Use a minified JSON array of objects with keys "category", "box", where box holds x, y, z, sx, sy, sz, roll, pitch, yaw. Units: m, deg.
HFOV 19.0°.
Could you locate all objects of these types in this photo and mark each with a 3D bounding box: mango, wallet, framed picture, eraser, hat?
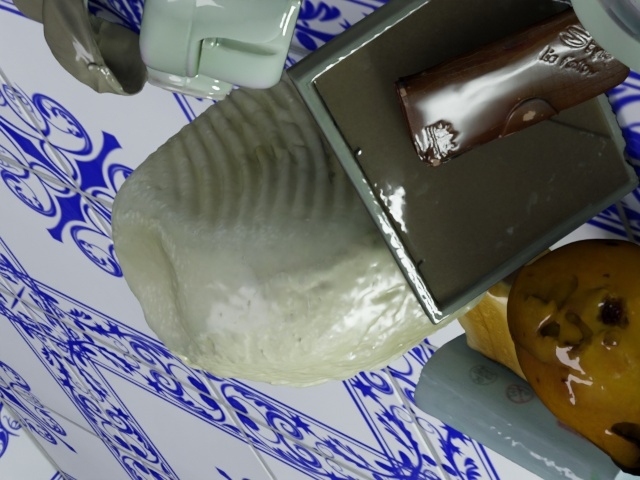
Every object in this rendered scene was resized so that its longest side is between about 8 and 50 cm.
[{"category":"mango","box":[0.249,0.090,1.598,0.201,0.152,0.287,46,-177,20]},{"category":"wallet","box":[0.145,-0.117,1.408,0.095,0.176,0.026,71,175,-49]},{"category":"framed picture","box":[0.120,-0.084,1.464,0.289,0.211,0.020,58,177,-41]},{"category":"eraser","box":[0.230,0.169,1.875,0.227,0.174,0.081,28,115,28]},{"category":"hat","box":[-0.272,-0.221,1.983,0.173,0.144,0.166,-6,133,32]}]

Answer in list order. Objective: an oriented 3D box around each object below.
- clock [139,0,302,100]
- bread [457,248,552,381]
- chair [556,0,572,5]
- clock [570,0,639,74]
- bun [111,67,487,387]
[{"category":"clock","box":[-0.050,-0.233,1.394,0.108,0.265,0.324,14,166,-3]},{"category":"bread","box":[0.187,0.056,1.805,0.134,0.085,0.173,32,160,29]},{"category":"chair","box":[0.177,-0.190,1.368,0.086,0.042,0.037,20,151,22]},{"category":"clock","box":[0.222,-0.186,1.228,0.151,0.062,0.191,43,157,40]},{"category":"bun","box":[0.000,0.000,1.688,0.349,0.352,0.227,-104,-4,-59]}]
